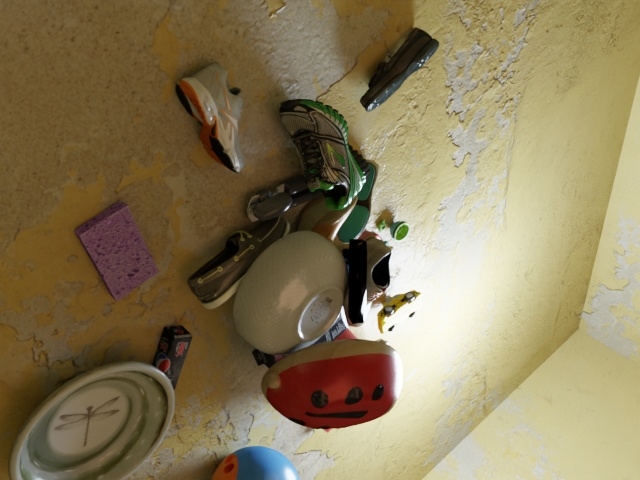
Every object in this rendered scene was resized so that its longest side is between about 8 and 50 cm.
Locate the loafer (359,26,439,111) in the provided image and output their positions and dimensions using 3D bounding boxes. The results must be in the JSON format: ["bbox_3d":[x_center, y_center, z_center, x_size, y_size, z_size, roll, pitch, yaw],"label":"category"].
[{"bbox_3d":[0.190,-0.446,1.748,0.267,0.084,0.096,-43,173,-10],"label":"loafer"}]

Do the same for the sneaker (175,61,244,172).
[{"bbox_3d":[-0.200,-0.259,1.434,0.121,0.099,0.262,-45,143,-21],"label":"sneaker"}]

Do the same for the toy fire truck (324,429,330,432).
[{"bbox_3d":[0.032,0.581,2.363,0.135,0.047,0.192,-40,140,-17],"label":"toy fire truck"}]

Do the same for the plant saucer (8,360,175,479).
[{"bbox_3d":[-0.540,0.435,1.582,0.401,0.101,0.400,-27,134,-31],"label":"plant saucer"}]

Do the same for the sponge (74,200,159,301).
[{"bbox_3d":[-0.433,0.025,1.444,0.117,0.031,0.210,-37,140,-23],"label":"sponge"}]

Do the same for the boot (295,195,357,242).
[{"bbox_3d":[0.000,0.001,1.858,0.295,0.104,0.211,-41,147,-11],"label":"boot"}]

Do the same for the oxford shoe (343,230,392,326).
[{"bbox_3d":[0.142,0.147,2.082,0.123,0.130,0.348,-23,133,-36],"label":"oxford shoe"}]

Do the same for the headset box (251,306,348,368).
[{"bbox_3d":[-0.073,0.254,1.945,0.293,0.110,0.218,-39,139,-21],"label":"headset box"}]

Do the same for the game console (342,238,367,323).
[{"bbox_3d":[0.090,0.099,1.856,0.044,0.361,0.213,1,93,-2],"label":"game console"}]

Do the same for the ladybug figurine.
[{"bbox_3d":[0.046,0.392,1.779,0.450,0.161,0.305,8,134,-38],"label":"ladybug figurine"}]

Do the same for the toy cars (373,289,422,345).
[{"bbox_3d":[0.201,0.318,2.323,0.177,0.087,0.393,23,103,-48],"label":"toy cars"}]

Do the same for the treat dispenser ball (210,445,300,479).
[{"bbox_3d":[-0.200,0.780,2.060,0.288,0.288,0.288,-28,135,-32],"label":"treat dispenser ball"}]

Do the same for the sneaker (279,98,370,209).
[{"bbox_3d":[0.007,-0.204,1.613,0.343,0.134,0.146,50,55,-41],"label":"sneaker"}]

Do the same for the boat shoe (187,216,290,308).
[{"bbox_3d":[-0.196,0.032,1.647,0.305,0.109,0.091,-47,118,-23],"label":"boat shoe"}]

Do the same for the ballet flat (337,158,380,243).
[{"bbox_3d":[0.111,-0.111,1.902,0.086,0.086,0.248,1,115,-48],"label":"ballet flat"}]

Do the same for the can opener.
[{"bbox_3d":[-0.060,-0.108,1.697,0.284,0.095,0.075,-24,134,-34],"label":"can opener"}]

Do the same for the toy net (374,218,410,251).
[{"bbox_3d":[0.202,0.040,2.138,0.122,0.045,0.232,-7,122,-45],"label":"toy net"}]

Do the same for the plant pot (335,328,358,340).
[{"bbox_3d":[0.063,0.427,2.117,0.275,0.243,0.274,-29,136,-32],"label":"plant pot"}]

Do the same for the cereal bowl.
[{"bbox_3d":[-0.048,0.152,1.688,0.339,0.141,0.338,-29,137,-32],"label":"cereal bowl"}]

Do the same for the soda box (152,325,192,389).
[{"bbox_3d":[-0.381,0.300,1.692,0.060,0.053,0.168,0,117,-48],"label":"soda box"}]
